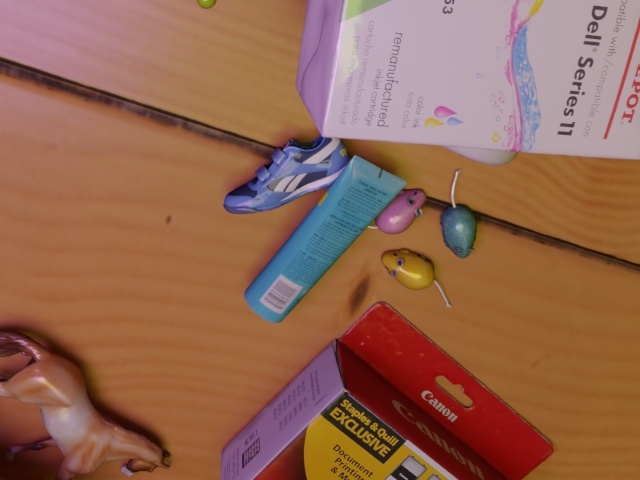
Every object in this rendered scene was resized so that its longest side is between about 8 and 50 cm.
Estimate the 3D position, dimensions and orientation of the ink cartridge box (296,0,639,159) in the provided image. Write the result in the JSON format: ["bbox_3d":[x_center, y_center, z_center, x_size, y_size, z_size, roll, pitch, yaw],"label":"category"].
[{"bbox_3d":[0.173,-0.184,0.867,0.353,0.119,0.207,2,116,-15],"label":"ink cartridge box"}]

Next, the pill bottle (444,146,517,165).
[{"bbox_3d":[0.178,-0.215,1.005,0.146,0.146,0.264,23,109,-12],"label":"pill bottle"}]

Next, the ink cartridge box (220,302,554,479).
[{"bbox_3d":[0.087,0.270,1.204,0.309,0.130,0.272,39,103,-17],"label":"ink cartridge box"}]

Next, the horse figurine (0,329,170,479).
[{"bbox_3d":[-0.305,0.193,1.184,0.174,0.066,0.263,-21,115,13],"label":"horse figurine"}]

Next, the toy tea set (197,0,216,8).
[{"bbox_3d":[-0.089,-0.380,0.934,0.200,0.124,0.336,-25,111,7],"label":"toy tea set"}]

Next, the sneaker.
[{"bbox_3d":[-0.038,-0.072,1.101,0.144,0.053,0.059,-24,112,-3],"label":"sneaker"}]

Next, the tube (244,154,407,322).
[{"bbox_3d":[0.000,0.000,1.118,0.080,0.052,0.207,19,121,-45],"label":"tube"}]

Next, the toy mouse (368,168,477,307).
[{"bbox_3d":[0.116,-0.013,1.144,0.161,0.031,0.143,29,107,-14],"label":"toy mouse"}]

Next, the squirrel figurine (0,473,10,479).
[{"bbox_3d":[-0.478,0.368,1.155,0.397,0.281,0.370,56,135,17],"label":"squirrel figurine"}]
